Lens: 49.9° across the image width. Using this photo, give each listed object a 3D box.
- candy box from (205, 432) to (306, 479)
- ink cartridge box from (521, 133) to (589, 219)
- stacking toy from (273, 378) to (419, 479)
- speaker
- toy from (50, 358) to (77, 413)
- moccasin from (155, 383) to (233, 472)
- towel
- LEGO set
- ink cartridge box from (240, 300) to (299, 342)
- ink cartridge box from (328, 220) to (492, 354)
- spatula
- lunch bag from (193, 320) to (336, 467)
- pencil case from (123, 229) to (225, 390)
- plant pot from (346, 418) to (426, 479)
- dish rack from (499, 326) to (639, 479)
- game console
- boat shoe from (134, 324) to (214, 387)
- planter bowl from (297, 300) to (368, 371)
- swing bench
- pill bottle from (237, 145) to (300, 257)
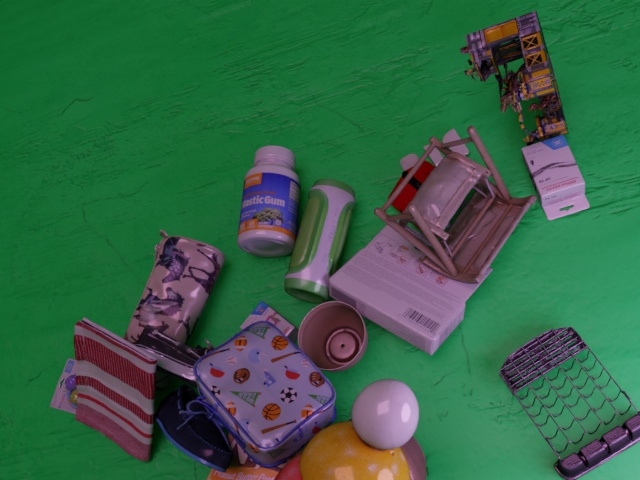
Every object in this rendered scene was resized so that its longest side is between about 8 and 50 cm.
[{"bbox_3d":[-0.141,0.520,1.553,0.183,0.087,0.316,18,74,26],"label":"candy box"},{"bbox_3d":[0.554,-0.149,1.619,0.104,0.060,0.180,-19,61,11],"label":"ink cartridge box"},{"bbox_3d":[0.059,0.459,1.262,0.351,0.351,0.479,39,116,30],"label":"stacking toy"},{"bbox_3d":[0.000,0.000,1.719,0.131,0.131,0.296,7,69,23],"label":"speaker"},{"bbox_3d":[-0.614,0.390,1.809,0.237,0.056,0.136,7,69,23],"label":"toy"},{"bbox_3d":[-0.291,0.411,1.572,0.342,0.138,0.116,18,71,54],"label":"moccasin"},{"bbox_3d":[-0.494,0.362,1.646,0.237,0.328,0.037,23,33,19],"label":"towel"},{"bbox_3d":[0.450,-0.362,1.619,0.192,0.331,0.254,-14,75,23],"label":"LEGO set"},{"bbox_3d":[-0.123,0.222,1.705,0.122,0.052,0.088,35,81,28],"label":"ink cartridge box"},{"bbox_3d":[0.212,0.101,1.630,0.296,0.066,0.261,29,54,29],"label":"ink cartridge box"},{"bbox_3d":[0.319,-0.152,1.737,0.168,0.019,0.242,-28,64,5],"label":"spatula"},{"bbox_3d":[-0.130,0.331,1.510,0.243,0.114,0.303,-34,54,-24],"label":"lunch bag"},{"bbox_3d":[-0.403,0.186,1.760,0.184,0.160,0.410,22,74,0],"label":"pencil case"},{"bbox_3d":[0.140,0.466,1.434,0.110,0.237,0.237,-21,50,-39],"label":"plant pot"},{"bbox_3d":[0.511,0.323,1.415,0.208,0.074,0.271,-32,58,2],"label":"dish rack"},{"bbox_3d":[0.263,-0.112,1.721,0.124,0.085,0.144,-30,59,-27],"label":"game console"},{"bbox_3d":[-0.292,0.293,1.647,0.306,0.113,0.104,23,67,-4],"label":"boat shoe"},{"bbox_3d":[0.040,0.235,1.605,0.162,0.109,0.162,-8,65,17],"label":"planter bowl"},{"bbox_3d":[0.310,-0.076,1.570,0.253,0.255,0.165,-51,19,-17],"label":"swing bench"},{"bbox_3d":[-0.130,-0.105,1.802,0.152,0.152,0.271,-5,66,18],"label":"pill bottle"}]
